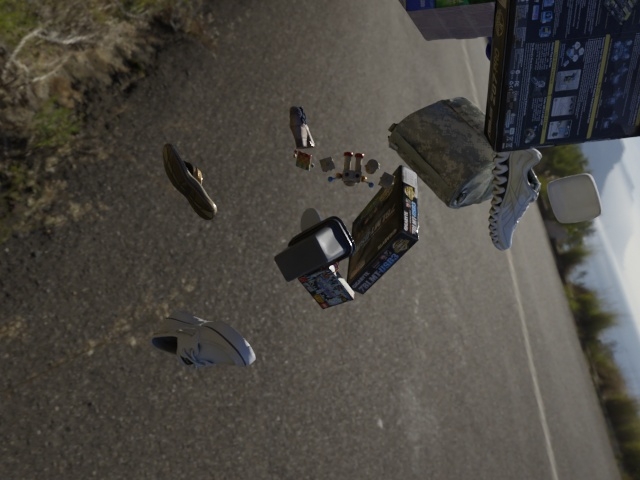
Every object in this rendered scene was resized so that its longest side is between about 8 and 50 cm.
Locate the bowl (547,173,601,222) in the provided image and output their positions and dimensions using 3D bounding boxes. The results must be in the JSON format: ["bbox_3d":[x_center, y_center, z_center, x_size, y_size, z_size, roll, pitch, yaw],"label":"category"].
[{"bbox_3d":[0.755,-0.128,1.987,0.053,0.142,0.142,-30,104,-47],"label":"bowl"}]

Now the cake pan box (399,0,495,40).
[{"bbox_3d":[0.301,-0.577,1.586,0.246,0.266,0.070,41,70,-41],"label":"cake pan box"}]

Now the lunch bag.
[{"bbox_3d":[0.365,-0.243,1.894,0.256,0.213,0.305,-19,59,-36],"label":"lunch bag"}]

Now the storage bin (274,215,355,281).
[{"bbox_3d":[-0.015,0.029,1.261,0.098,0.135,0.091,61,34,-2],"label":"storage bin"}]

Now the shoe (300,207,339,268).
[{"bbox_3d":[0.000,0.000,1.848,0.081,0.063,0.178,30,39,-59],"label":"shoe"}]

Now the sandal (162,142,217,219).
[{"bbox_3d":[-0.268,-0.124,1.400,0.049,0.072,0.180,-38,92,-37],"label":"sandal"}]

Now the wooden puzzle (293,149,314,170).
[{"bbox_3d":[-0.052,-0.241,2.031,0.006,0.083,0.049,-23,130,-51],"label":"wooden puzzle"}]

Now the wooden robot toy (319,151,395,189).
[{"bbox_3d":[0.080,-0.154,1.533,0.079,0.173,0.076,109,-11,-79],"label":"wooden robot toy"}]

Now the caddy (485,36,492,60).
[{"bbox_3d":[0.607,-0.620,1.864,0.179,0.341,0.241,51,22,-35],"label":"caddy"}]

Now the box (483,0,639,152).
[{"bbox_3d":[0.496,-0.376,1.310,0.097,0.318,0.395,-97,-179,-53],"label":"box"}]

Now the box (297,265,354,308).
[{"bbox_3d":[0.015,0.117,1.722,0.137,0.094,0.027,52,28,-38],"label":"box"}]

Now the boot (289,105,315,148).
[{"bbox_3d":[-0.039,-0.237,1.412,0.118,0.042,0.087,-36,118,-83],"label":"boot"}]

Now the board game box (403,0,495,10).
[{"bbox_3d":[0.317,-0.629,1.321,0.066,0.317,0.319,-89,172,-49],"label":"board game box"}]

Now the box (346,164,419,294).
[{"bbox_3d":[0.187,-0.032,2.027,0.073,0.295,0.293,26,43,-16],"label":"box"}]

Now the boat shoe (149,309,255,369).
[{"bbox_3d":[-0.231,0.199,1.267,0.088,0.267,0.096,-43,128,-31],"label":"boat shoe"}]

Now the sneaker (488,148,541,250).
[{"bbox_3d":[0.493,-0.103,1.711,0.110,0.118,0.292,-51,144,-56],"label":"sneaker"}]
